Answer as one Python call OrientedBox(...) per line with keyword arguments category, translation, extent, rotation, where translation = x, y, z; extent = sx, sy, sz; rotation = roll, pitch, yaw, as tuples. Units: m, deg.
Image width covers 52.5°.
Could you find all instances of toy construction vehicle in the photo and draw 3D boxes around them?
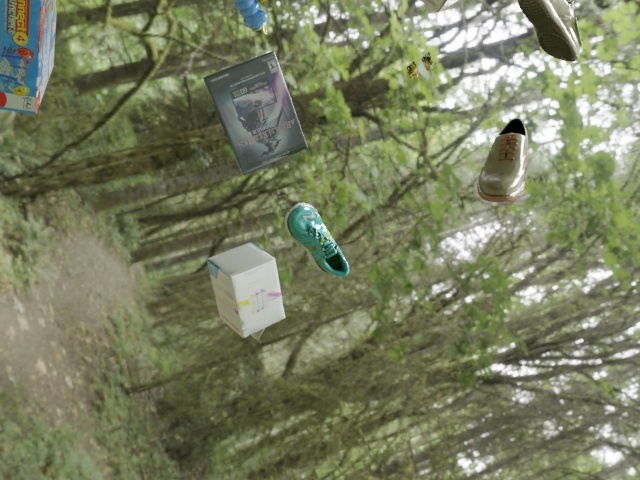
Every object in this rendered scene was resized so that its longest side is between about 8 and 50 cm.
OrientedBox(category="toy construction vehicle", translation=(0.306, -0.527, 1.986), extent=(0.035, 0.086, 0.098), rotation=(52, -2, 11))

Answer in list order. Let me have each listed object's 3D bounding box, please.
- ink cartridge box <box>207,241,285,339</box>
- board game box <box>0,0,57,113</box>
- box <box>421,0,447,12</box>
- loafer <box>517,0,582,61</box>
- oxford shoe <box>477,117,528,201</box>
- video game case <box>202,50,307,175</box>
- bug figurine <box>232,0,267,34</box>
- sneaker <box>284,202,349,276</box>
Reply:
OrientedBox(category="ink cartridge box", translation=(-0.129, 0.094, 1.145), extent=(0.092, 0.090, 0.143), rotation=(29, -45, 49))
OrientedBox(category="board game box", translation=(-0.620, -0.470, 1.377), extent=(0.308, 0.086, 0.301), rotation=(-111, -147, -53))
OrientedBox(category="box", translation=(0.389, -0.822, 2.009), extent=(0.148, 0.311, 0.121), rotation=(39, -51, 6))
OrientedBox(category="loafer", translation=(0.573, -0.534, 1.570), extent=(0.102, 0.092, 0.269), rotation=(30, -4, 45))
OrientedBox(category="oxford shoe", translation=(0.491, -0.219, 1.746), extent=(0.348, 0.123, 0.130), rotation=(-60, 150, -52))
OrientedBox(category="video game case", translation=(-0.166, -0.333, 1.710), extent=(0.026, 0.196, 0.274), rotation=(42, -25, 65))
OrientedBox(category="bug figurine", translation=(-0.062, -0.421, 0.971), extent=(0.216, 0.279, 0.072), rotation=(51, 44, -39))
OrientedBox(category="sneaker", translation=(0.000, 0.000, 1.793), extent=(0.110, 0.107, 0.275), rotation=(31, -16, 50))
